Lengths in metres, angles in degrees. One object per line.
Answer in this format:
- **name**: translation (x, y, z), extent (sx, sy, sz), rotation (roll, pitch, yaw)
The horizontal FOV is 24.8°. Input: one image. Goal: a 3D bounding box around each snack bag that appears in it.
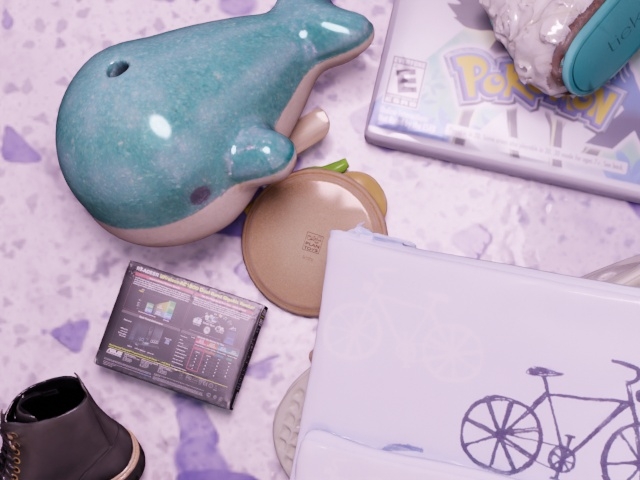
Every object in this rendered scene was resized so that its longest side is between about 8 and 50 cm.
- **snack bag**: translation (0.127, 0.177, 1.080), extent (0.323, 0.037, 0.343), rotation (11, 91, 20)

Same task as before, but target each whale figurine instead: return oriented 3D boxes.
- **whale figurine**: translation (-0.091, -0.123, 1.160), extent (0.272, 0.141, 0.216), rotation (-39, 46, -5)

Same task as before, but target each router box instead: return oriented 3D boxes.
- **router box**: translation (-0.115, 0.078, 1.206), extent (0.122, 0.038, 0.092), rotation (19, 84, 5)

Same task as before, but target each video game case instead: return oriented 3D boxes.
- **video game case**: translation (0.228, -0.192, 1.227), extent (0.329, 0.036, 0.300), rotation (13, 83, 4)

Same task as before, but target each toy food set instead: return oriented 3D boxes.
- **toy food set**: translation (0.000, 0.000, 1.217), extent (0.132, 0.038, 0.192), rotation (-29, 87, 6)

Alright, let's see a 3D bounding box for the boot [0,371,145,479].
- **boot**: translation (-0.250, 0.177, 1.143), extent (0.198, 0.137, 0.077), rotation (-30, 54, -8)

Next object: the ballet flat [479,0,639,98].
- **ballet flat**: translation (0.290, -0.284, 1.160), extent (0.409, 0.147, 0.147), rotation (-40, 82, -4)

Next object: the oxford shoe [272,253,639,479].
- **oxford shoe**: translation (0.178, 0.110, 1.152), extent (0.449, 0.130, 0.169), rotation (-21, 85, 15)
